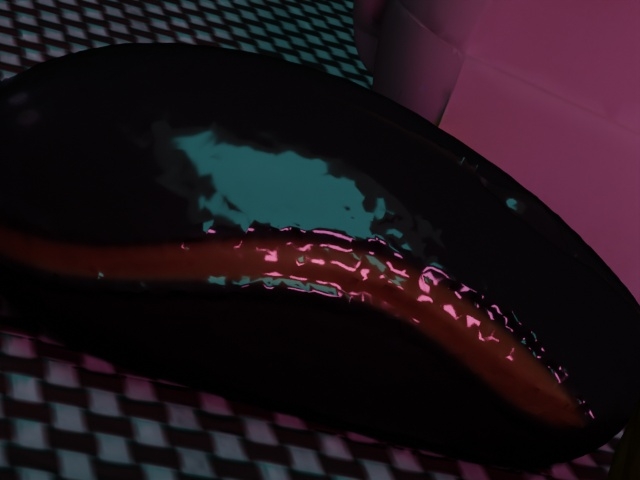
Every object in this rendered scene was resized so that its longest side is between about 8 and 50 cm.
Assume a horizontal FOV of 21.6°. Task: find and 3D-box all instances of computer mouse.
[{"bbox_3d":[0.001,-0.004,0.712,0.323,0.116,0.183,17,27,-13],"label":"computer mouse"}]

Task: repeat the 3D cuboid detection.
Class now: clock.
[{"bbox_3d":[0.214,-0.112,0.972,0.368,0.250,0.377,26,22,12],"label":"clock"}]

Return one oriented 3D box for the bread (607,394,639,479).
[{"bbox_3d":[0.245,0.109,0.281,0.395,0.239,0.264,7,46,1],"label":"bread"}]
